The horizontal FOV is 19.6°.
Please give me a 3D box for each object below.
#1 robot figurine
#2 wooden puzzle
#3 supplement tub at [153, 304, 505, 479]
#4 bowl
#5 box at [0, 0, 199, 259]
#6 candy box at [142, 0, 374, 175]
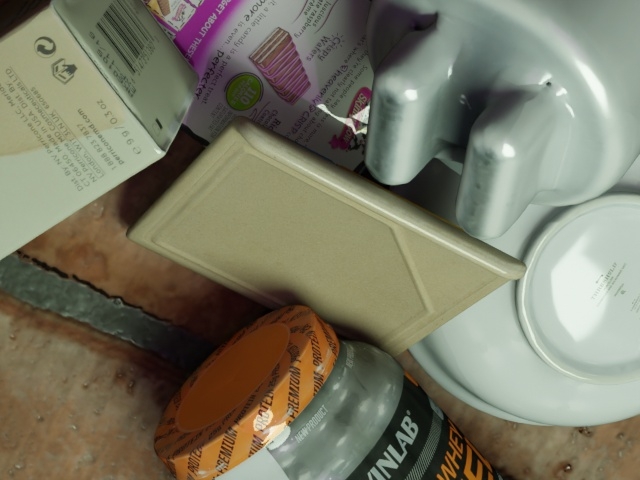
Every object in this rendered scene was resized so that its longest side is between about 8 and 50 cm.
[{"bbox_3d":[0.167,-0.165,1.233,0.300,0.200,0.353,34,62,13],"label":"robot figurine"},{"bbox_3d":[0.000,0.000,1.292,0.221,0.238,0.044,27,64,-15],"label":"wooden puzzle"},{"bbox_3d":[0.036,0.209,1.357,0.193,0.193,0.316,-41,108,4],"label":"supplement tub"},{"bbox_3d":[0.197,0.019,1.362,0.297,0.134,0.298,-2,106,-7],"label":"bowl"},{"bbox_3d":[-0.245,-0.051,1.225,0.311,0.148,0.121,-31,109,18],"label":"box"},{"bbox_3d":[-0.048,-0.141,1.310,0.233,0.071,0.159,37,97,-15],"label":"candy box"}]
